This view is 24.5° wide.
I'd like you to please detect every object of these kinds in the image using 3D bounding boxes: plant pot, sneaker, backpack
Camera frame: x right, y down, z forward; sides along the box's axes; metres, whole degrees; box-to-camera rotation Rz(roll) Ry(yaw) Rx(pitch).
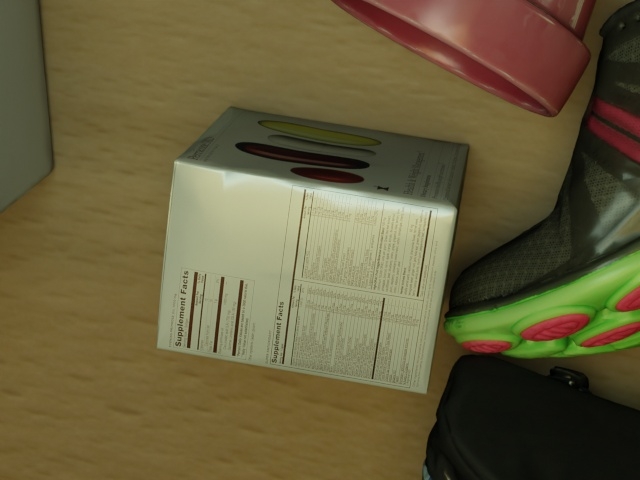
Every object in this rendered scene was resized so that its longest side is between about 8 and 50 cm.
[{"bbox_3d":[0.125,-0.213,1.058,0.201,0.201,0.180,28,94,-1],"label":"plant pot"},{"bbox_3d":[0.275,-0.074,1.100,0.483,0.185,0.202,-43,53,29],"label":"sneaker"},{"bbox_3d":[0.182,0.315,1.184,0.290,0.273,0.355,22,135,11],"label":"backpack"}]

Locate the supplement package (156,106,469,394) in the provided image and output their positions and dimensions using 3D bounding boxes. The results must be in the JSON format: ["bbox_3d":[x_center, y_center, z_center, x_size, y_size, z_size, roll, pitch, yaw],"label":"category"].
[{"bbox_3d":[0.000,0.000,1.133,0.203,0.194,0.149,9,108,5],"label":"supplement package"}]

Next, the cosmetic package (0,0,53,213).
[{"bbox_3d":[-0.442,-0.161,1.080,0.393,0.327,0.329,2,108,9],"label":"cosmetic package"}]
